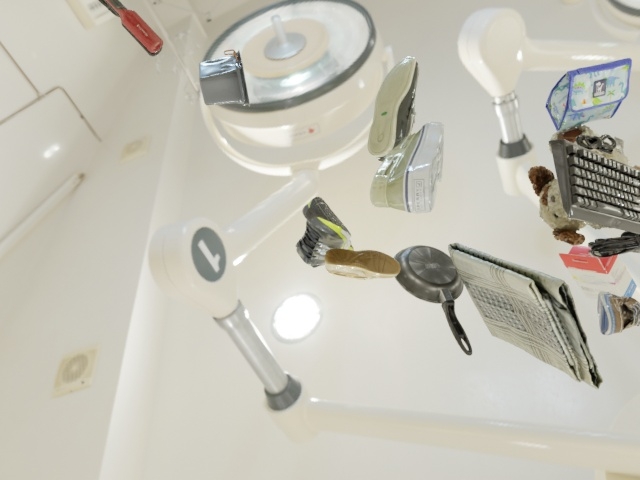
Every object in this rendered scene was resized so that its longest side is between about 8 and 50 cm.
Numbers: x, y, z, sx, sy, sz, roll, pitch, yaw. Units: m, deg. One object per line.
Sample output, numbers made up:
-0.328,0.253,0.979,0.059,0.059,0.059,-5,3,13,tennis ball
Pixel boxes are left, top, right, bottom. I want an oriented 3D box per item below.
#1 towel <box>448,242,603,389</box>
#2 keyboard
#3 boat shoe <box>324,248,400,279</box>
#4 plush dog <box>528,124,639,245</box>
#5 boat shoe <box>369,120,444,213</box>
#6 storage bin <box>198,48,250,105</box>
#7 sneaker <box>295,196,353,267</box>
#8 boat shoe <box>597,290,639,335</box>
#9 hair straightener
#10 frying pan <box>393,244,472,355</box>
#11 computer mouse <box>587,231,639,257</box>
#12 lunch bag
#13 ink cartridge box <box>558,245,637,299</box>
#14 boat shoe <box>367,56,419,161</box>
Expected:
0.441,0.164,1.091,0.056,0.312,0.324,-38,-155,-13,towel
0.301,-0.067,0.516,0.023,0.180,0.108,-23,-114,51,keyboard
0.092,0.059,1.102,0.170,0.059,0.063,10,-128,3,boat shoe
0.625,-0.116,1.179,0.225,0.210,0.263,-45,-129,51,plush dog
0.154,-0.133,0.820,0.094,0.109,0.302,4,-155,17,boat shoe
-0.200,-0.332,1.001,0.091,0.098,0.135,-11,-141,-7,storage bin
0.000,0.000,1.138,0.121,0.300,0.111,-37,-112,-3,sneaker
0.544,0.127,0.891,0.066,0.066,0.183,2,-170,27,boat shoe
-0.458,-0.512,1.115,0.047,0.230,0.089,-52,-162,-7,hair straightener
0.277,0.123,1.231,0.197,0.053,0.326,13,-138,-4,frying pan
0.737,0.001,1.098,0.272,0.072,0.188,-12,176,-45,computer mouse
0.578,-0.320,1.057,0.128,0.151,0.096,-13,-118,3,lunch bag
0.846,0.091,1.499,0.078,0.231,0.134,-53,-152,-15,ink cartridge box
0.163,-0.272,1.033,0.084,0.079,0.233,4,-104,48,boat shoe
